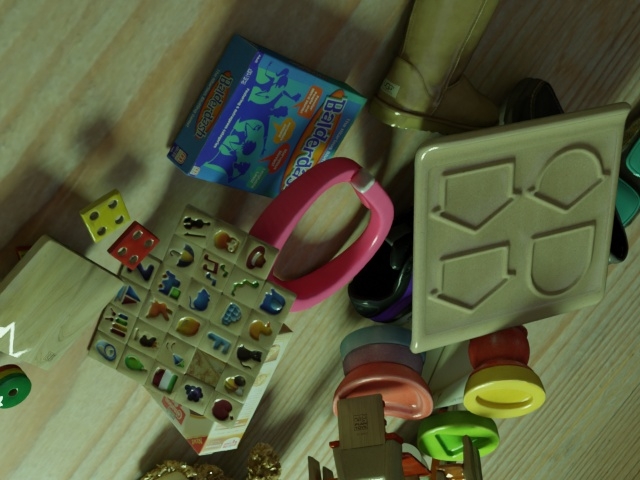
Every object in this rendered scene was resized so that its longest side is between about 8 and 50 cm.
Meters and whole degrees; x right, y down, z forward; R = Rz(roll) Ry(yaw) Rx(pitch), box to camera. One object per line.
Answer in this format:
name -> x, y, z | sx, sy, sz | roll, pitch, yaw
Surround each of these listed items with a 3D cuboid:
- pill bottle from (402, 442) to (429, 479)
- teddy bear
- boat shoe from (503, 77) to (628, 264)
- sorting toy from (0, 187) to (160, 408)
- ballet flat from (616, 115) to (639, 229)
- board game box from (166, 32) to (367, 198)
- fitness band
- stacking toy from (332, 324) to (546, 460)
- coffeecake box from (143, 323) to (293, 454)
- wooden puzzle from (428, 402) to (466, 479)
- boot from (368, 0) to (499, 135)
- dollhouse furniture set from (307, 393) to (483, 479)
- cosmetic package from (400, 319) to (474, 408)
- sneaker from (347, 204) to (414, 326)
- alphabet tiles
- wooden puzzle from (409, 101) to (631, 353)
pill bottle -> 0.161, 0.456, 1.930 | 0.094, 0.094, 0.169 | -34, 143, -20
teddy bear -> -0.164, 0.407, 1.548 | 0.338, 0.113, 0.245 | 2, 116, -39
boat shoe -> 0.387, -0.100, 1.548 | 0.132, 0.130, 0.355 | -57, 132, -32
sorting toy -> -0.298, 0.054, 1.103 | 0.274, 0.046, 0.132 | -49, 145, 1
ballet flat -> 0.530, -0.109, 1.795 | 0.348, 0.123, 0.123 | -49, 145, 4
board game box -> -0.057, -0.132, 1.185 | 0.210, 0.047, 0.160 | 12, 113, -53
fitness band -> 0.000, 0.000, 1.316 | 0.209, 0.054, 0.291 | -46, 158, 0
stacking toy -> 0.169, 0.224, 1.592 | 0.309, 0.130, 0.279 | 5, 143, -5
coffeecake box -> -0.133, 0.151, 1.286 | 0.068, 0.142, 0.185 | 1, 121, -47
wooden puzzle -> 0.237, 0.429, 1.959 | 0.221, 0.044, 0.238 | 79, 25, -48
boot -> 0.195, -0.266, 1.296 | 0.236, 0.089, 0.269 | -4, 124, -46
dollhouse furniture set -> 0.103, 0.337, 1.563 | 0.262, 0.135, 0.259 | -11, 153, 15
cosmetic package -> 0.232, 0.120, 1.677 | 0.160, 0.113, 0.309 | -3, 124, -46
sneaker -> 0.146, -0.001, 1.478 | 0.293, 0.102, 0.146 | -54, 144, 7
alphabet tiles -> -0.146, 0.084, 1.190 | 0.237, 0.198, 0.009 | -64, 177, 21
wooden puzzle -> 0.265, -0.023, 1.428 | 0.322, 0.080, 0.347 | -12, 124, -19
